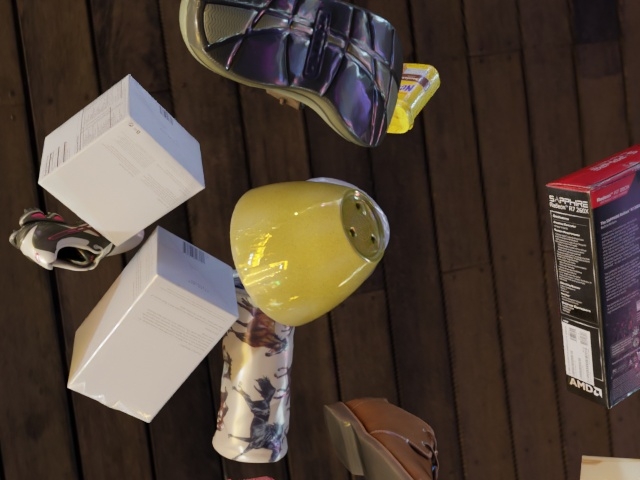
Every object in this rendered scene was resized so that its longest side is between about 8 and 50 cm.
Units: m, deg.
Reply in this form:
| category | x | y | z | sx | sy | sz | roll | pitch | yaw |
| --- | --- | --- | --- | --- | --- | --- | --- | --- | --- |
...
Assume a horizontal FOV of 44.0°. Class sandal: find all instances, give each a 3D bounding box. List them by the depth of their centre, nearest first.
| category | x | y | z | sx | sy | sz | roll | pitch | yaw |
| --- | --- | --- | --- | --- | --- | --- | --- | --- | --- |
| sandal | -0.018 | -0.176 | 0.739 | 0.303 | 0.086 | 0.120 | 18 | 90 | -49 |

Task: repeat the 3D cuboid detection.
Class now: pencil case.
| category | x | y | z | sx | sy | sz | roll | pitch | yaw |
| --- | --- | --- | --- | --- | --- | --- | --- | --- | --- |
| pencil case | -0.140 | 0.267 | 1.652 | 0.160 | 0.183 | 0.410 | -3 | 107 | -23 |

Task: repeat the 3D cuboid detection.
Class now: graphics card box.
| category | x | y | z | sx | sy | sz | roll | pitch | yaw |
| --- | --- | --- | --- | --- | --- | --- | --- | --- | --- |
| graphics card box | 0.483 | 0.050 | 1.254 | 0.233 | 0.094 | 0.370 | -23 | 111 | -28 |

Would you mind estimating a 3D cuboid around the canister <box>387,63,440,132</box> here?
| category | x | y | z | sx | sy | sz | roll | pitch | yaw |
| --- | --- | --- | --- | --- | --- | --- | --- | --- | --- |
| canister | 0.168 | -0.308 | 1.695 | 0.170 | 0.126 | 0.073 | -52 | 139 | -37 |

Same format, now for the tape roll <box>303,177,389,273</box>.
| category | x | y | z | sx | sy | sz | roll | pitch | yaw |
| --- | --- | --- | --- | --- | --- | --- | --- | --- | --- |
| tape roll | 0.018 | -0.016 | 1.512 | 0.219 | 0.072 | 0.219 | 10 | 51 | -12 |

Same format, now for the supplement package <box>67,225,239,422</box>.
| category | x | y | z | sx | sy | sz | roll | pitch | yaw |
| --- | --- | --- | --- | --- | --- | --- | --- | --- | --- |
| supplement package | -0.312 | 0.157 | 1.473 | 0.177 | 0.175 | 0.293 | 32 | 109 | -26 |

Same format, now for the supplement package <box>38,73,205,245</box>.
| category | x | y | z | sx | sy | sz | roll | pitch | yaw |
| --- | --- | --- | --- | --- | --- | --- | --- | --- | --- |
| supplement package | -0.348 | -0.139 | 1.397 | 0.203 | 0.149 | 0.194 | -32 | 130 | 14 |

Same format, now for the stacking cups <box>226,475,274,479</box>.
| category | x | y | z | sx | sy | sz | roll | pitch | yaw |
| --- | --- | --- | --- | --- | --- | --- | --- | --- | --- |
| stacking cups | -0.212 | 0.387 | 1.086 | 0.316 | 0.096 | 0.096 | 0 | 95 | -24 |

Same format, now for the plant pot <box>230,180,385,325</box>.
| category | x | y | z | sx | sy | sz | roll | pitch | yaw |
| --- | --- | --- | --- | --- | --- | --- | --- | --- | --- |
| plant pot | 0.000 | 0.000 | 0.707 | 0.134 | 0.095 | 0.134 | 31 | 48 | -43 |

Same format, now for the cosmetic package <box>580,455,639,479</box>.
| category | x | y | z | sx | sy | sz | roll | pitch | yaw |
| --- | --- | --- | --- | --- | --- | --- | --- | --- | --- |
| cosmetic package | 0.380 | 0.289 | 0.957 | 0.060 | 0.115 | 0.041 | 33 | 61 | -39 |

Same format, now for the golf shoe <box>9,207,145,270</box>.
| category | x | y | z | sx | sy | sz | roll | pitch | yaw |
| --- | --- | --- | --- | --- | --- | --- | --- | --- | --- |
| golf shoe | -0.426 | 0.011 | 1.455 | 0.273 | 0.120 | 0.105 | -4 | 130 | -51 |

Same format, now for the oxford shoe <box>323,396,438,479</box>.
| category | x | y | z | sx | sy | sz | roll | pitch | yaw |
| --- | --- | --- | --- | --- | --- | --- | --- | --- | --- |
| oxford shoe | 0.070 | 0.181 | 0.657 | 0.076 | 0.212 | 0.076 | -15 | 110 | -15 |
